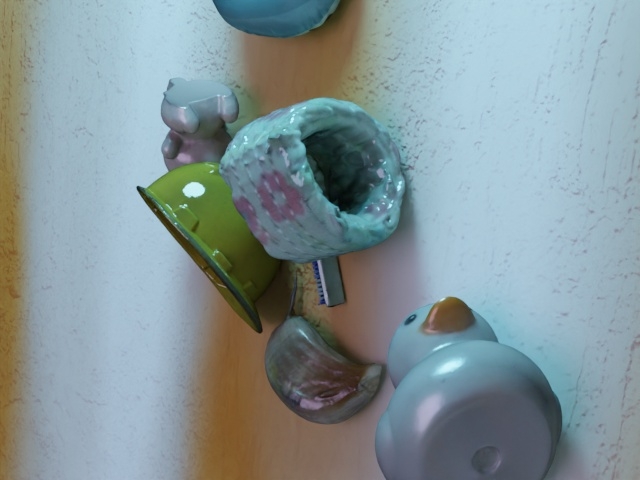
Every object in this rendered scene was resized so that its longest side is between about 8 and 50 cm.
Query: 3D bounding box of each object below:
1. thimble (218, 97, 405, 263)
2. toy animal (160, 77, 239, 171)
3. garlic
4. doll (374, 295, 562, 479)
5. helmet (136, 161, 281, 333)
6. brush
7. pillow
[{"bbox_3d":[-0.011,-0.077,1.459,0.149,0.211,0.185,-16,56,46],"label":"thimble"},{"bbox_3d":[-0.170,-0.121,1.688,0.124,0.124,0.212,38,140,35],"label":"toy animal"},{"bbox_3d":[-0.012,0.156,1.577,0.128,0.090,0.198,-53,50,15],"label":"garlic"},{"bbox_3d":[0.151,0.184,1.355,0.221,0.221,0.251,16,123,42],"label":"doll"},{"bbox_3d":[-0.118,-0.016,1.608,0.140,0.257,0.205,-43,23,-8],"label":"helmet"},{"bbox_3d":[0.000,0.000,1.575,0.030,0.033,0.178,-19,80,58],"label":"brush"},{"bbox_3d":[-0.054,-0.370,1.562,0.233,0.086,0.214,5,92,42],"label":"pillow"}]
